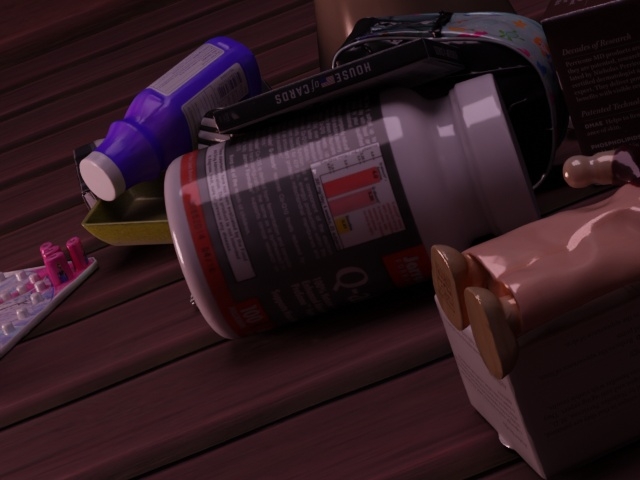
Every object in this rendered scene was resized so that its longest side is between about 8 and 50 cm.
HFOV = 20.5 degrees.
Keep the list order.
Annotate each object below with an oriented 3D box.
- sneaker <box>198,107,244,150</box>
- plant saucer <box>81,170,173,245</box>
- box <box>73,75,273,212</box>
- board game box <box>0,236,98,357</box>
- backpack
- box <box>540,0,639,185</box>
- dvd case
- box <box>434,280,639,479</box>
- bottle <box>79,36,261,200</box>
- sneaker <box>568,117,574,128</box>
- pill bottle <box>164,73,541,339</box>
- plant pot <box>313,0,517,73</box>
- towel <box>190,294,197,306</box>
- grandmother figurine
[{"bbox_3d":[-0.010,-0.117,2.308,0.281,0.106,0.162,20,12,35],"label":"sneaker"},{"bbox_3d":[-0.197,-0.041,2.322,0.188,0.045,0.188,-3,23,11],"label":"plant saucer"},{"bbox_3d":[-0.196,-0.127,2.546,0.307,0.076,0.242,-22,20,-3],"label":"box"},{"bbox_3d":[-0.535,0.122,2.266,0.390,0.050,0.390,-9,22,30],"label":"board game box"},{"bbox_3d":[0.161,-0.157,2.046,0.253,0.225,0.191,0,26,24],"label":"backpack"},{"bbox_3d":[0.363,-0.198,1.977,0.167,0.203,0.168,-13,20,22],"label":"box"},{"bbox_3d":[0.024,-0.162,1.894,0.238,0.029,0.179,-19,-3,16],"label":"dvd case"},{"bbox_3d":[0.217,0.086,1.485,0.182,0.119,0.181,-23,20,-8],"label":"box"},{"bbox_3d":[-0.199,-0.157,2.364,0.092,0.118,0.283,29,55,29],"label":"bottle"},{"bbox_3d":[0.375,-0.230,2.166,0.240,0.126,0.091,-28,20,-21],"label":"sneaker"},{"bbox_3d":[0.036,-0.041,1.879,0.363,0.210,0.210,-18,19,9],"label":"pill bottle"},{"bbox_3d":[0.120,-0.302,2.392,0.323,0.280,0.323,-18,18,6],"label":"plant pot"},{"bbox_3d":[-0.097,0.027,2.102,0.113,0.023,0.152,-26,16,10],"label":"towel"},{"bbox_3d":[0.260,-0.012,1.397,0.342,0.104,0.208,-21,47,-12],"label":"grandmother figurine"}]
